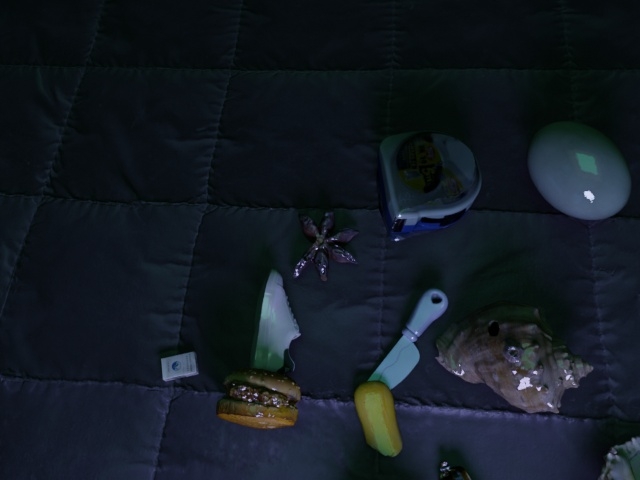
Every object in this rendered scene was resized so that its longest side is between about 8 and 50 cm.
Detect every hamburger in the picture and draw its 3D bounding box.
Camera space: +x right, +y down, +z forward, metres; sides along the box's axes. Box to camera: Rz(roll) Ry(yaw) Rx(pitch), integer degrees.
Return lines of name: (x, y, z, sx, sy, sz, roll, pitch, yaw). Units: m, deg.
hamburger: (-0.137, 0.343, 1.214, 0.182, 0.191, 0.117, -9, 64, 22)

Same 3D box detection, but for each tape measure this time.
tape measure: (0.277, -0.154, 1.437, 0.262, 0.138, 0.259, -8, 66, 2)

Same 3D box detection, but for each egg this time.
egg: (0.636, -0.175, 1.375, 0.203, 0.203, 0.282, -30, 62, -8)

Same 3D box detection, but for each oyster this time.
oyster: (0.682, 0.483, 1.106, 0.355, 0.107, 0.201, -6, 37, -5)

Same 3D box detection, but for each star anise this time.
star anise: (0.016, 0.003, 1.428, 0.172, 0.063, 0.207, 3, 66, 5)

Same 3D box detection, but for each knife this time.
knife: (0.202, 0.257, 1.313, 0.080, 0.044, 0.331, 33, 78, 11)

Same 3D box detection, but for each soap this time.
soap: (0.128, 0.401, 1.248, 0.089, 0.033, 0.168, -11, 70, 3)

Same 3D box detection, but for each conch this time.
conch: (0.426, 0.233, 1.232, 0.324, 0.186, 0.263, 13, 49, 10)

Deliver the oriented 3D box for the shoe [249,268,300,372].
shoe: (-0.102, 0.199, 1.345, 0.110, 0.095, 0.264, 15, 60, -11)

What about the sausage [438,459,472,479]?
sausage: (0.348, 0.616, 1.111, 0.082, 0.082, 0.371, -27, 65, -7)

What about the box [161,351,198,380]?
box: (-0.341, 0.305, 1.345, 0.083, 0.024, 0.054, -12, 67, -1)
